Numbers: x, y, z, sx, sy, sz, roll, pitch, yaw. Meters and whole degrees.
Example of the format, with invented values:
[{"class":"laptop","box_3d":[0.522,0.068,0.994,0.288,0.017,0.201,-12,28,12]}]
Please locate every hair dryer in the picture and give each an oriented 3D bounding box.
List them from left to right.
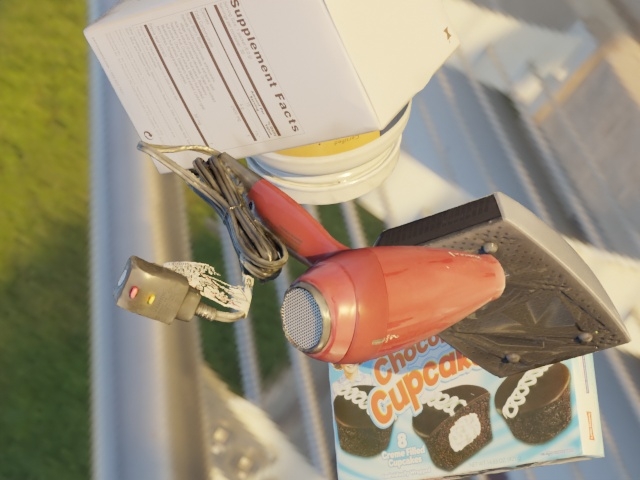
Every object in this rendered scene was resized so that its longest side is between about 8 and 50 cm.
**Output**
[{"class":"hair dryer","box_3d":[0.000,0.000,1.200,0.223,0.293,0.080,-84,14,-51]}]

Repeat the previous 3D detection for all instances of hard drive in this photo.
[{"class":"hard drive","box_3d":[0.176,0.045,1.584,0.172,0.255,0.054,-19,50,30]}]

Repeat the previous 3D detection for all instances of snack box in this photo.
[{"class":"snack box","box_3d":[0.157,0.173,1.850,0.322,0.060,0.187,-15,73,34]}]

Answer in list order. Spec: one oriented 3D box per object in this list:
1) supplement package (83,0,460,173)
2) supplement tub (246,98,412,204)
[{"class":"supplement package","box_3d":[-0.047,-0.200,1.598,0.293,0.175,0.177,-9,27,38]},{"class":"supplement tub","box_3d":[-0.009,-0.221,1.917,0.228,0.316,0.228,-4,43,3]}]
